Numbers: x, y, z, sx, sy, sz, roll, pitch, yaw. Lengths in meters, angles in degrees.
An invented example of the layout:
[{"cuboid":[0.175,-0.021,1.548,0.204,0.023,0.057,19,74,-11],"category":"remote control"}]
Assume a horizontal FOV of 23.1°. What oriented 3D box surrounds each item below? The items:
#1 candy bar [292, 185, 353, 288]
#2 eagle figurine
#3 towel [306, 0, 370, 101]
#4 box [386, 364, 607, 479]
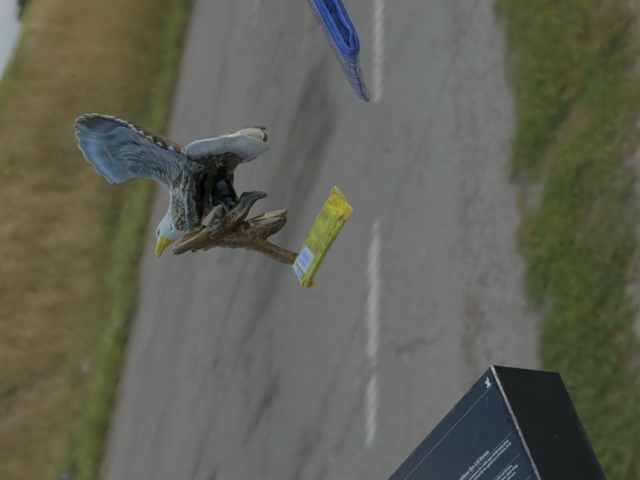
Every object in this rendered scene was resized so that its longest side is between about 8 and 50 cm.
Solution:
[{"cuboid":[0.000,0.000,1.816,0.040,0.018,0.161,56,145,22],"category":"candy bar"},{"cuboid":[-0.168,-0.083,1.998,0.225,0.226,0.298,-33,44,3],"category":"eagle figurine"},{"cuboid":[0.004,-0.312,2.016,0.040,0.243,0.336,-27,-6,2],"category":"towel"},{"cuboid":[0.173,0.281,1.633,0.261,0.103,0.184,-53,44,37],"category":"box"}]
